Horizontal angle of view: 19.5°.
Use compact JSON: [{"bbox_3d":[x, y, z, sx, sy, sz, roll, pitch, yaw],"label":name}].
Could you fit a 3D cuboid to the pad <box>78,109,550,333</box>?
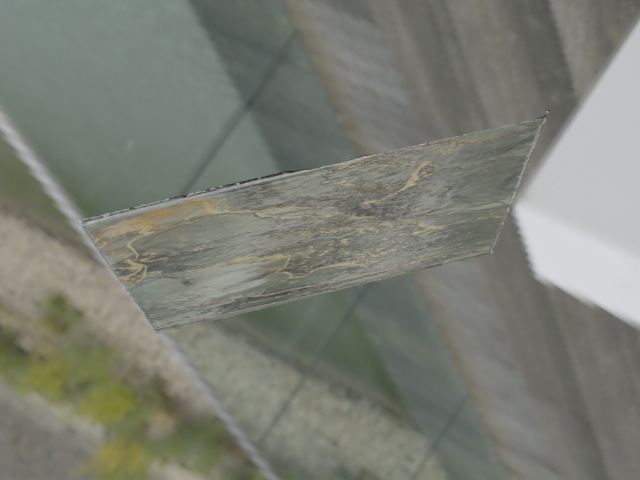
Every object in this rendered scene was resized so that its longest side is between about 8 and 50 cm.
[{"bbox_3d":[0.000,0.000,1.119,0.367,0.247,0.007,87,169,-78],"label":"pad"}]
